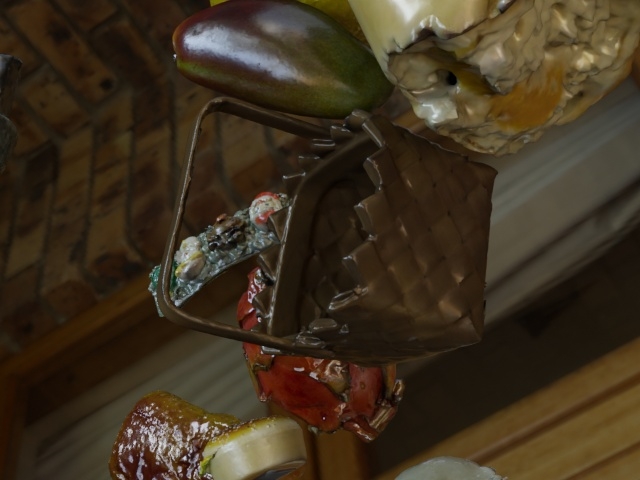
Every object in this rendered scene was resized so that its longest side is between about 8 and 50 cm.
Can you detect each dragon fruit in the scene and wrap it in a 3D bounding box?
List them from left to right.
[{"bbox_3d":[-0.002,0.166,1.841,0.315,0.250,0.250,31,-158,-12],"label":"dragon fruit"}]

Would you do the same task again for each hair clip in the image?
[{"bbox_3d":[-0.178,0.008,2.058,0.091,0.321,0.138,52,-171,-41],"label":"hair clip"}]

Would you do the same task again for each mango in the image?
[{"bbox_3d":[-0.044,-0.208,1.306,0.133,0.267,0.111,-57,-24,-38],"label":"mango"}]

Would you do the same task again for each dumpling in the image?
[{"bbox_3d":[0.102,0.270,1.099,0.118,0.136,0.199,56,154,22],"label":"dumpling"}]

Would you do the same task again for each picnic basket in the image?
[{"bbox_3d":[0.000,0.000,1.244,0.321,0.291,0.254,17,-109,-17],"label":"picnic basket"}]

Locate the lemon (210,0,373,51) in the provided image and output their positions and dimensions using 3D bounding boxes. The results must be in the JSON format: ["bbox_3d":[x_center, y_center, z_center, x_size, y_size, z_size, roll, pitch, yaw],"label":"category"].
[{"bbox_3d":[-0.009,-0.351,1.458,0.258,0.310,0.258,17,-159,-7],"label":"lemon"}]

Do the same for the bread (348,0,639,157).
[{"bbox_3d":[0.163,-0.318,1.175,0.361,0.250,0.394,17,-130,-59],"label":"bread"}]

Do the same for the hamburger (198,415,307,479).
[{"bbox_3d":[-0.086,0.261,1.437,0.126,0.141,0.081,-5,-117,-45],"label":"hamburger"}]

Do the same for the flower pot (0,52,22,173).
[{"bbox_3d":[-0.508,-0.124,1.398,0.299,0.299,0.282,41,-119,-51],"label":"flower pot"}]

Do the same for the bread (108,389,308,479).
[{"bbox_3d":[-0.189,0.356,1.832,0.380,0.185,0.109,9,158,46],"label":"bread"}]
